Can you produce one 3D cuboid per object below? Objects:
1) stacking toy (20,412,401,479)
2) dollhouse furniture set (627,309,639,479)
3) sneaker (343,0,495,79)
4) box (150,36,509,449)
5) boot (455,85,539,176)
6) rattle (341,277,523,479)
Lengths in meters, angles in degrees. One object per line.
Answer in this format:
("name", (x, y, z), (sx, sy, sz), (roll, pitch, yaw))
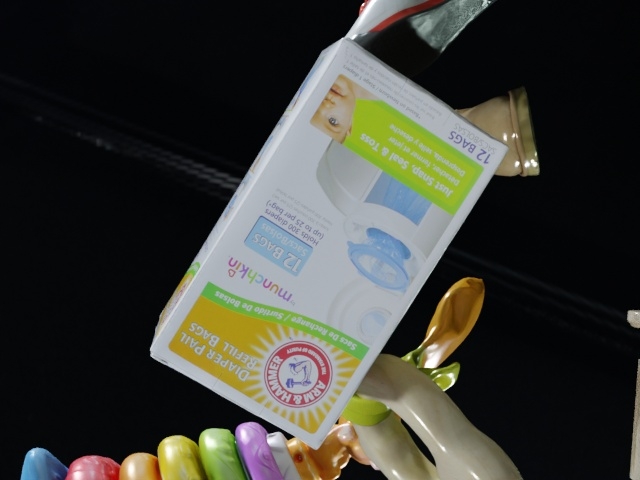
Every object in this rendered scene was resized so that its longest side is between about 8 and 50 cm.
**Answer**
("stacking toy", (-0.071, 0.207, 0.846), (0.301, 0.166, 0.175), (-26, -125, -3))
("dollhouse furniture set", (0.281, 0.159, 0.805), (0.161, 0.212, 0.242), (5, -179, 42))
("sneaker", (0.089, -0.271, 1.117), (0.270, 0.090, 0.145), (-40, -125, -9))
("box", (0.000, 0.000, 0.613), (0.114, 0.103, 0.203), (32, -88, -9))
("boot", (0.085, -0.083, 1.099), (0.269, 0.236, 0.089), (-12, -89, 4))
("rattle", (0.113, 0.120, 0.640), (0.142, 0.130, 0.199), (-20, -154, -32))
